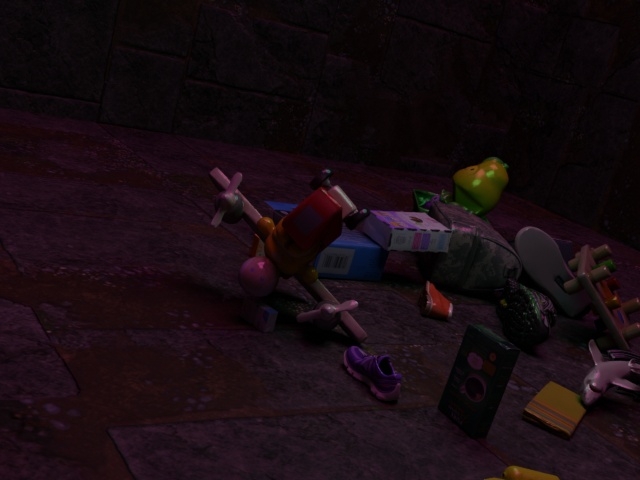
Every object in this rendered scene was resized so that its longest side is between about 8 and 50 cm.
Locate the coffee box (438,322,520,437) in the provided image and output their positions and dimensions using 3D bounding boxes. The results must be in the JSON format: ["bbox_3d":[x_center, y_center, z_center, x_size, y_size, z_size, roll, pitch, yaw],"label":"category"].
[{"bbox_3d":[0.292,0.259,1.493,0.040,0.184,0.113,9,15,-34],"label":"coffee box"}]

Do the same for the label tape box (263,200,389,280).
[{"bbox_3d":[0.000,0.000,2.282,0.240,0.106,0.333,6,18,-35],"label":"label tape box"}]

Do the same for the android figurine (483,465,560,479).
[{"bbox_3d":[0.342,0.425,1.197,0.272,0.056,0.248,15,15,-10],"label":"android figurine"}]

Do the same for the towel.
[{"bbox_3d":[0.498,0.353,1.682,0.102,0.021,0.237,28,18,23],"label":"towel"}]

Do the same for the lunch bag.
[{"bbox_3d":[0.448,0.032,2.412,0.256,0.213,0.305,13,16,-7],"label":"lunch bag"}]

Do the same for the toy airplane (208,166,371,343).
[{"bbox_3d":[-0.081,0.034,1.756,0.386,0.384,0.272,17,44,40],"label":"toy airplane"}]

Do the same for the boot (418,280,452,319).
[{"bbox_3d":[0.305,0.161,2.116,0.084,0.059,0.158,17,23,-5],"label":"boot"}]

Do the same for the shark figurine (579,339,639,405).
[{"bbox_3d":[0.683,0.325,1.815,0.278,0.116,0.166,7,44,-14],"label":"shark figurine"}]

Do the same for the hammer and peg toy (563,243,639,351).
[{"bbox_3d":[0.812,0.144,2.272,0.266,0.127,0.361,59,27,-4],"label":"hammer and peg toy"}]

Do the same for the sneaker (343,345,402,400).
[{"bbox_3d":[0.109,0.247,1.570,0.068,0.071,0.170,5,18,-35],"label":"sneaker"}]

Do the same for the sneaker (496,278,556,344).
[{"bbox_3d":[0.565,0.189,2.117,0.146,0.134,0.343,17,15,2],"label":"sneaker"}]

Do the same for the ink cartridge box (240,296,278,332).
[{"bbox_3d":[-0.131,0.156,1.699,0.028,0.048,0.083,1,21,-47],"label":"ink cartridge box"}]

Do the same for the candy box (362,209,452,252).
[{"bbox_3d":[0.243,-0.026,2.253,0.196,0.070,0.165,2,19,-24],"label":"candy box"}]

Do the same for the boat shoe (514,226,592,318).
[{"bbox_3d":[0.676,0.086,2.426,0.340,0.127,0.158,52,0,-16],"label":"boat shoe"}]

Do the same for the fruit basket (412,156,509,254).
[{"bbox_3d":[0.462,-0.128,2.713,0.283,0.392,0.392,15,15,-1],"label":"fruit basket"}]

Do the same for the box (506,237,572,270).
[{"bbox_3d":[0.698,0.057,2.625,0.153,0.108,0.207,9,-11,-20],"label":"box"}]

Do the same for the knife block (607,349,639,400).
[{"bbox_3d":[0.834,0.334,1.948,0.275,0.088,0.242,-1,23,-45],"label":"knife block"}]

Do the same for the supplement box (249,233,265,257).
[{"bbox_3d":[-0.134,0.021,2.159,0.098,0.062,0.036,6,17,-30],"label":"supplement box"}]
